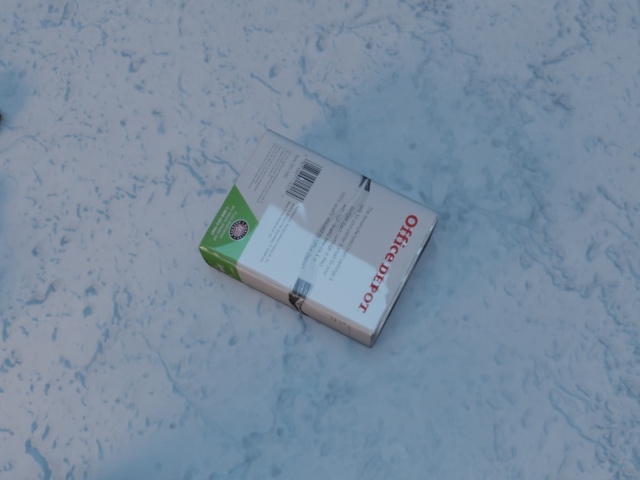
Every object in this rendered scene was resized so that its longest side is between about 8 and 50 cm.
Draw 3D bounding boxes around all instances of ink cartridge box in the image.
[{"bbox_3d":[0.000,0.000,1.230,0.219,0.092,0.160,27,76,9],"label":"ink cartridge box"}]
